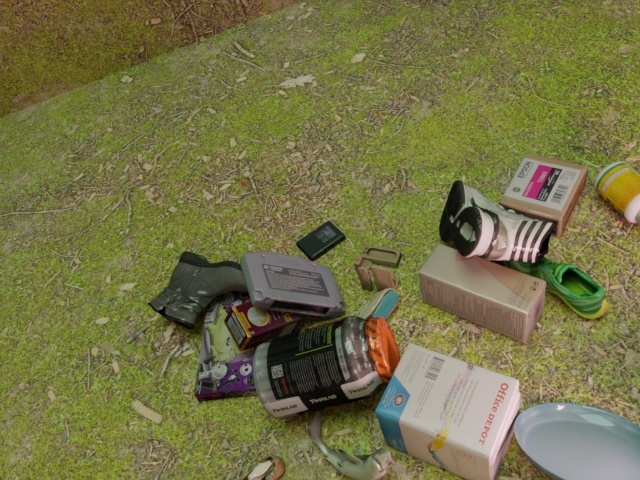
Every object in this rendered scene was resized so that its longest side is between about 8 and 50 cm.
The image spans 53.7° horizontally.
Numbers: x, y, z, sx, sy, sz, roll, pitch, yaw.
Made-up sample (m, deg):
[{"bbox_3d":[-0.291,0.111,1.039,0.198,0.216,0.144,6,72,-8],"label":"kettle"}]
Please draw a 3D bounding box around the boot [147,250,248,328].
[{"bbox_3d":[-0.335,0.171,1.881,0.337,0.118,0.223,9,59,33],"label":"boot"}]

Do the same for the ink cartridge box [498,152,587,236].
[{"bbox_3d":[0.672,-0.142,1.909,0.193,0.088,0.235,19,58,28],"label":"ink cartridge box"}]

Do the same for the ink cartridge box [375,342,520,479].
[{"bbox_3d":[0.301,0.405,1.469,0.269,0.197,0.198,16,56,28],"label":"ink cartridge box"}]

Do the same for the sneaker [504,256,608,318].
[{"bbox_3d":[0.635,0.091,1.692,0.295,0.124,0.109,31,65,36],"label":"sneaker"}]

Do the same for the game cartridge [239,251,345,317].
[{"bbox_3d":[-0.083,0.123,1.815,0.297,0.062,0.198,12,33,-32],"label":"game cartridge"}]

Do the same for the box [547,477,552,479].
[{"bbox_3d":[0.535,0.571,1.328,0.130,0.091,0.171,10,54,24],"label":"box"}]

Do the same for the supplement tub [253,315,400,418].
[{"bbox_3d":[0.018,0.314,1.588,0.337,0.207,0.207,-18,46,18],"label":"supplement tub"}]

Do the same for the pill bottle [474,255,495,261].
[{"bbox_3d":[0.501,0.027,1.826,0.120,0.067,0.067,-13,48,5],"label":"pill bottle"}]

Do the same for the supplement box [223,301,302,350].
[{"bbox_3d":[-0.160,0.224,1.772,0.188,0.081,0.104,-14,61,-38],"label":"supplement box"}]

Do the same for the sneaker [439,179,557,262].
[{"bbox_3d":[0.491,-0.031,1.760,0.257,0.169,0.447,15,19,-5],"label":"sneaker"}]

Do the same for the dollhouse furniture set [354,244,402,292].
[{"bbox_3d":[0.169,0.056,1.861,0.143,0.123,0.151,10,54,24],"label":"dollhouse furniture set"}]

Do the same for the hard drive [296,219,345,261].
[{"bbox_3d":[0.000,0.000,2.029,0.135,0.022,0.094,-34,49,-14],"label":"hard drive"}]

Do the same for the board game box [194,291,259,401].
[{"bbox_3d":[-0.243,0.291,1.836,0.208,0.056,0.347,-6,48,6],"label":"board game box"}]

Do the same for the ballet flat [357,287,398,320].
[{"bbox_3d":[0.128,0.231,1.764,0.086,0.086,0.248,25,59,33],"label":"ballet flat"}]

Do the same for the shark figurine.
[{"bbox_3d":[0.084,0.518,1.528,0.278,0.166,0.116,9,25,45],"label":"shark figurine"}]

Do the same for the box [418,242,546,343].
[{"bbox_3d":[0.430,0.138,1.700,0.311,0.148,0.121,23,58,30],"label":"box"}]

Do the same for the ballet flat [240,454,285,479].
[{"bbox_3d":[-0.176,0.596,1.534,0.206,0.067,0.073,-43,52,-20],"label":"ballet flat"}]

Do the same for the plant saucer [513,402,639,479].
[{"bbox_3d":[0.577,0.453,1.359,0.317,0.044,0.318,3,17,-1],"label":"plant saucer"}]

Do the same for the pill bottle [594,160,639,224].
[{"bbox_3d":[0.895,-0.124,1.806,0.117,0.118,0.208,-24,48,-5],"label":"pill bottle"}]
